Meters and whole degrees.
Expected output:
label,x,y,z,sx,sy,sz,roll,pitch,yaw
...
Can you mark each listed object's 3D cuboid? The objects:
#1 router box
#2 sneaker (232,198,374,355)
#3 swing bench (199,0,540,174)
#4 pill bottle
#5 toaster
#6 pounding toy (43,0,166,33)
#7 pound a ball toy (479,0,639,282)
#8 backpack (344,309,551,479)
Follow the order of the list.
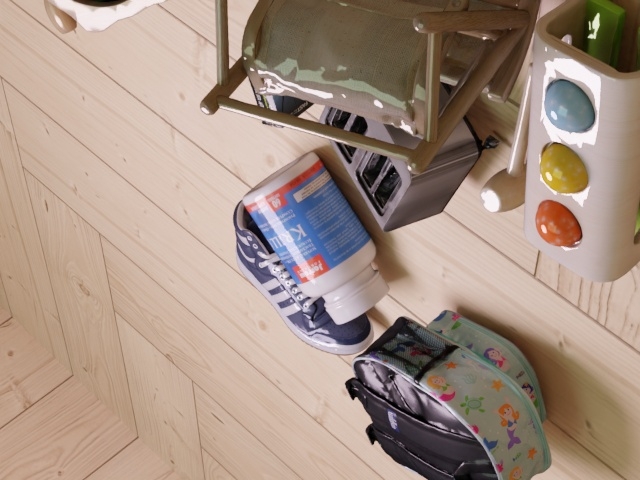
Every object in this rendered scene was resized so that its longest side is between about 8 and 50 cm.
label,x,y,z,sx,sy,sz,roll,pitch,yaw
router box,-0.032,-0.209,1.725,0.038,0.122,0.092,19,138,42
sneaker,-0.032,0.044,2.056,0.282,0.099,0.153,40,153,30
swing bench,0.052,-0.213,1.368,0.253,0.254,0.165,19,125,26
pill bottle,0.000,0.000,1.924,0.221,0.124,0.124,56,153,-7
toaster,0.095,-0.120,1.613,0.168,0.110,0.186,59,155,15
pounding toy,-0.296,-0.393,1.906,0.269,0.155,0.154,-18,122,30
pound a ball toy,0.242,-0.097,1.410,0.208,0.135,0.319,35,148,31
backpack,0.187,0.228,1.822,0.253,0.191,0.225,31,149,49
